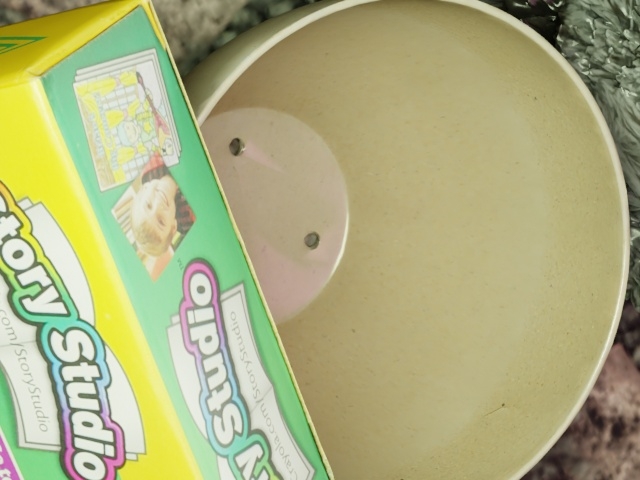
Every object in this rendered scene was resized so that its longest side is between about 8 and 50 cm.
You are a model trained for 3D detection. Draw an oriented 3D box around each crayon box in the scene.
[{"bbox_3d":[-0.165,0.092,0.955,0.106,0.313,0.363,-49,124,-54],"label":"crayon box"}]

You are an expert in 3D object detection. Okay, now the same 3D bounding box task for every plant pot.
[{"bbox_3d":[0.000,0.000,1.098,0.284,0.191,0.284,-5,101,-27],"label":"plant pot"}]

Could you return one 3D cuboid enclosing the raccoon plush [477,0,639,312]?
[{"bbox_3d":[0.251,-0.161,1.213,0.299,0.216,0.446,-42,115,-25],"label":"raccoon plush"}]
